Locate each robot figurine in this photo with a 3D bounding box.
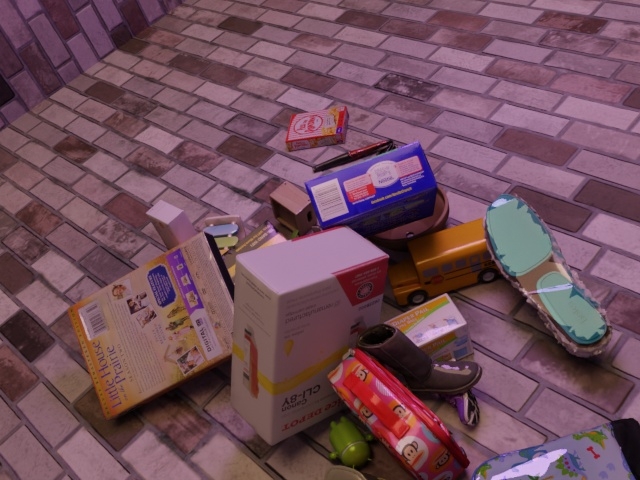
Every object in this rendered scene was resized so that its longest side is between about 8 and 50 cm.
[{"bbox_3d":[0.061,0.427,1.497,0.101,0.067,0.115,-22,42,-16],"label":"robot figurine"}]

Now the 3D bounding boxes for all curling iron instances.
[{"bbox_3d":[0.105,-0.257,2.196,0.274,0.035,0.068,-12,43,10],"label":"curling iron"}]

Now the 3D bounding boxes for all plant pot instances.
[{"bbox_3d":[0.225,-0.048,1.880,0.237,0.110,0.237,-11,44,11],"label":"plant pot"}]

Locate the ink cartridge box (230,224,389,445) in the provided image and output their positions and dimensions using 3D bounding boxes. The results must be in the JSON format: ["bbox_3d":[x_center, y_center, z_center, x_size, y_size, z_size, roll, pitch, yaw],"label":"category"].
[{"bbox_3d":[-0.027,0.194,1.487,0.279,0.385,0.160,-18,37,-34],"label":"ink cartridge box"}]

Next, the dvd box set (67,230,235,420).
[{"bbox_3d":[-0.391,0.209,1.741,0.420,0.062,0.307,-30,74,11],"label":"dvd box set"}]

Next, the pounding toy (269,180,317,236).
[{"bbox_3d":[-0.072,-0.095,2.050,0.130,0.141,0.100,36,66,27],"label":"pounding toy"}]

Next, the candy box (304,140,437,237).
[{"bbox_3d":[0.123,-0.095,1.657,0.268,0.317,0.122,-19,78,3],"label":"candy box"}]

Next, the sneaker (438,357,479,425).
[{"bbox_3d":[0.288,0.330,1.519,0.071,0.068,0.170,-30,32,12],"label":"sneaker"}]

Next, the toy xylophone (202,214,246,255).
[{"bbox_3d":[-0.325,0.070,2.007,0.236,0.081,0.323,-12,44,12],"label":"toy xylophone"}]

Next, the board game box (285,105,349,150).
[{"bbox_3d":[-0.009,-0.368,2.348,0.193,0.045,0.147,-7,44,16],"label":"board game box"}]

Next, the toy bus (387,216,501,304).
[{"bbox_3d":[0.324,0.044,1.730,0.332,0.130,0.108,-18,43,5],"label":"toy bus"}]

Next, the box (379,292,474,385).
[{"bbox_3d":[0.224,0.226,1.600,0.203,0.114,0.103,-25,42,-2],"label":"box"}]

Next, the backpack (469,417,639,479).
[{"bbox_3d":[0.411,0.468,1.206,0.355,0.273,0.290,-24,48,16],"label":"backpack"}]

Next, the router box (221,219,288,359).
[{"bbox_3d":[-0.170,0.131,1.818,0.309,0.081,0.243,-40,70,-18],"label":"router box"}]

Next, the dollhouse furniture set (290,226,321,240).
[{"bbox_3d":[0.000,0.000,1.961,0.151,0.058,0.076,0,47,23],"label":"dollhouse furniture set"}]

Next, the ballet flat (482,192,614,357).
[{"bbox_3d":[0.483,0.087,1.568,0.147,0.147,0.409,-24,62,-2],"label":"ballet flat"}]

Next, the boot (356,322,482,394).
[{"bbox_3d":[0.204,0.237,1.461,0.189,0.208,0.076,-20,34,29],"label":"boot"}]

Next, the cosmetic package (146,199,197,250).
[{"bbox_3d":[-0.353,0.011,1.840,0.099,0.239,0.060,21,57,37],"label":"cosmetic package"}]

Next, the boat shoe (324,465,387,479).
[{"bbox_3d":[0.109,0.507,1.400,0.228,0.068,0.081,17,90,37],"label":"boat shoe"}]

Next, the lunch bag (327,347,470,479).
[{"bbox_3d":[0.140,0.346,1.401,0.120,0.258,0.293,-45,48,-5],"label":"lunch bag"}]
